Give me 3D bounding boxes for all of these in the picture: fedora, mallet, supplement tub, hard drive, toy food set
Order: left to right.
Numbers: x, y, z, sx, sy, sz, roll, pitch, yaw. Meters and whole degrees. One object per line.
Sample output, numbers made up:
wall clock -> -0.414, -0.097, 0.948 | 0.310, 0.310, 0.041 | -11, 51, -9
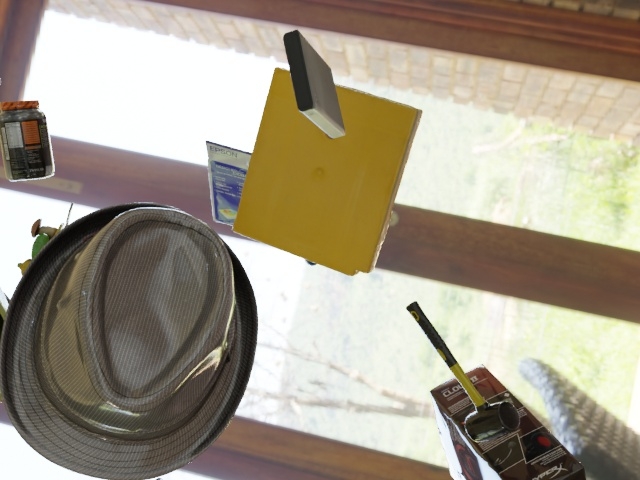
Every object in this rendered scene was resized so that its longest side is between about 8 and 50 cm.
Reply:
supplement tub -> -0.723, -0.246, 1.904 | 0.117, 0.117, 0.190 | -44, -49, -74
toy food set -> -0.668, 0.011, 1.857 | 0.128, 0.071, 0.217 | 130, 158, -55
fedora -> -0.164, 0.079, 0.723 | 0.124, 0.244, 0.275 | -42, 26, 62
hard drive -> -0.006, -0.181, 0.920 | 0.135, 0.022, 0.094 | 19, -123, -73
mallet -> 0.157, 0.159, 0.932 | 0.039, 0.189, 0.062 | -30, -14, -44

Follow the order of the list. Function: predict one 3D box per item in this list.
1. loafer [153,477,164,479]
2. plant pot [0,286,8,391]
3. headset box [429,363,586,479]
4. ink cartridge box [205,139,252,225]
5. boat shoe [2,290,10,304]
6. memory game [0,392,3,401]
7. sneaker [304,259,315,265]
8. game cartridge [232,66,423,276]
loafer -> -0.332, 0.500, 1.436 | 0.080, 0.078, 0.220 | -35, -21, -48
plant pot -> -0.625, 0.119, 1.257 | 0.293, 0.275, 0.274 | -133, 50, -68
headset box -> 0.290, 0.355, 1.229 | 0.293, 0.110, 0.218 | 48, 159, 56
ink cartridge box -> -0.126, -0.123, 1.926 | 0.307, 0.304, 0.072 | 95, -166, -51
boat shoe -> -0.841, 0.293, 2.159 | 0.130, 0.132, 0.355 | -54, -50, -57
memory game -> -0.675, 0.246, 1.628 | 0.012, 0.186, 0.186 | 72, -149, -74
sneaker -> 0.000, 0.000, 1.875 | 0.059, 0.053, 0.144 | -91, 20, -71
game cartridge -> 0.006, -0.123, 1.416 | 0.053, 0.285, 0.323 | -21, -50, -67
